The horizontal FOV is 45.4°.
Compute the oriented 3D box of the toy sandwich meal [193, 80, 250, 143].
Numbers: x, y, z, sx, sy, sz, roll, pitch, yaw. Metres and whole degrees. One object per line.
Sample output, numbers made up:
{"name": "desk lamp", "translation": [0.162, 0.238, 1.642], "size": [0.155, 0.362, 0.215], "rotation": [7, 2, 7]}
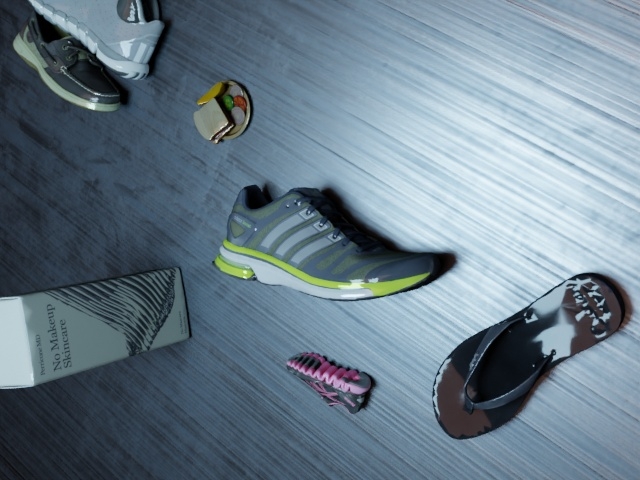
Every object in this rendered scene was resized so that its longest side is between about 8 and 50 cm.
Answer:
{"name": "toy sandwich meal", "translation": [-0.131, -0.170, 1.008], "size": [0.085, 0.029, 0.086], "rotation": [5, 99, 31]}

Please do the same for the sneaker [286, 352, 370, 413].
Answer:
{"name": "sneaker", "translation": [0.006, 0.183, 0.970], "size": [0.119, 0.047, 0.057], "rotation": [19, 118, 29]}

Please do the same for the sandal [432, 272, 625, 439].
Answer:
{"name": "sandal", "translation": [0.208, 0.125, 0.829], "size": [0.097, 0.054, 0.254], "rotation": [49, 118, 16]}

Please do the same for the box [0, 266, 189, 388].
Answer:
{"name": "box", "translation": [-0.301, 0.107, 1.004], "size": [0.094, 0.275, 0.113], "rotation": [-8, 93, 31]}

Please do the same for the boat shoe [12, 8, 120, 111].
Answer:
{"name": "boat shoe", "translation": [-0.366, -0.264, 1.108], "size": [0.223, 0.080, 0.073], "rotation": [39, 120, 26]}

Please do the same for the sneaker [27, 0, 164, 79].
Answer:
{"name": "sneaker", "translation": [-0.303, -0.337, 1.067], "size": [0.228, 0.086, 0.132], "rotation": [38, 110, 10]}

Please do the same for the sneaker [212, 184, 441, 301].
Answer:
{"name": "sneaker", "translation": [0.000, 0.000, 0.911], "size": [0.299, 0.111, 0.121], "rotation": [9, 97, 28]}
